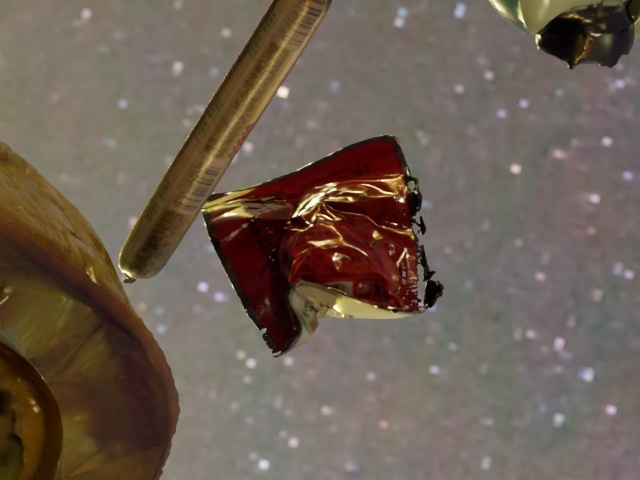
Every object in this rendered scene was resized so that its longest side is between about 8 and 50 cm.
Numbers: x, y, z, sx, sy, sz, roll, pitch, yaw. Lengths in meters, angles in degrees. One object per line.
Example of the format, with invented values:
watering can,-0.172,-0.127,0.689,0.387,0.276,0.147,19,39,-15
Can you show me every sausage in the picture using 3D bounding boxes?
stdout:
sausage,-0.062,-0.067,1.205,0.269,0.033,0.033,-55,-152,31

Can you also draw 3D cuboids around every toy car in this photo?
toy car,0.223,-0.260,1.562,0.190,0.255,0.188,34,-47,43

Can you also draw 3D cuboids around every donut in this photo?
donut,-0.241,0.098,1.139,0.160,0.330,0.330,39,-67,55

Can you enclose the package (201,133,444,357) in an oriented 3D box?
package,0.000,0.000,1.680,0.269,0.194,0.071,-104,-174,-50
